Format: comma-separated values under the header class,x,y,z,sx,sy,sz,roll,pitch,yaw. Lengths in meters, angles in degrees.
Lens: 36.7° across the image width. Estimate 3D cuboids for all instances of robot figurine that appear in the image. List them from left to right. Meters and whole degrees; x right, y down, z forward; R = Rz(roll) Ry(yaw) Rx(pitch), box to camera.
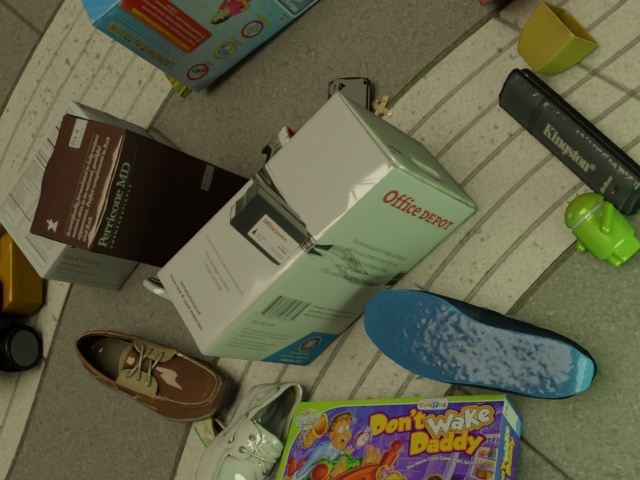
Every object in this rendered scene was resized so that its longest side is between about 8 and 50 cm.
class,x,y,z,sx,sy,sz,roll,pitch,yaw
robot figurine,0.389,-0.019,1.347,0.067,0.101,0.115,-39,81,-14

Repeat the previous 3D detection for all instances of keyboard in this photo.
class,x,y,z,sx,sy,sz,roll,pitch,yaw
keyboard,0.036,-0.178,1.624,0.100,0.038,0.191,4,88,18

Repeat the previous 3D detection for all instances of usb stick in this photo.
class,x,y,z,sx,sy,sz,roll,pitch,yaw
usb stick,0.365,-0.147,1.401,0.278,0.045,0.077,49,134,27

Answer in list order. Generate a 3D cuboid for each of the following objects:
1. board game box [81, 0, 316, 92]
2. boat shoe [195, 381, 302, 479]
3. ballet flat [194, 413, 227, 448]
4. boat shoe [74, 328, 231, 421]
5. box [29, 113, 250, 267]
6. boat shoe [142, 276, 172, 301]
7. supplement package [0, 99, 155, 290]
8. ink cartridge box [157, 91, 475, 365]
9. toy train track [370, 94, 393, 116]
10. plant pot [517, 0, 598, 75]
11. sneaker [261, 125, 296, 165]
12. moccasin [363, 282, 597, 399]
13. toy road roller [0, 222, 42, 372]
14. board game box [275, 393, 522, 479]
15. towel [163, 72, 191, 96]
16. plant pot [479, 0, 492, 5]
class,x,y,z,sx,sy,sz,roll,pitch,yaw
board game box,-0.191,-0.418,1.625,0.302,0.308,0.086,-34,64,15
boat shoe,-0.104,0.317,1.487,0.096,0.098,0.277,-27,25,39
ballet flat,-0.157,0.357,1.622,0.052,0.057,0.168,-42,63,7
boat shoe,-0.304,0.230,1.683,0.325,0.116,0.123,8,68,31
box,-0.268,-0.057,1.572,0.143,0.381,0.191,15,89,32
boat shoe,-0.257,0.092,1.738,0.142,0.049,0.040,23,87,26
supplement package,-0.414,-0.077,1.771,0.198,0.199,0.262,45,104,29
ink cartridge box,0.000,0.000,1.458,0.395,0.285,0.166,-43,62,16
toy train track,0.089,-0.204,1.603,0.048,0.014,0.083,34,99,31
plant pot,0.342,-0.292,1.432,0.083,0.082,0.081,-50,60,30
sneaker,-0.056,-0.109,1.645,0.075,0.063,0.170,-30,62,23
moccasin,0.226,0.161,1.395,0.342,0.117,0.137,20,96,28
toy road roller,-0.692,0.119,1.877,0.203,0.241,0.329,-8,77,29
board game box,0.102,0.347,1.395,0.347,0.078,0.233,-8,48,29
towel,-0.292,-0.387,1.863,0.102,0.021,0.237,-45,61,15
plant pot,0.297,-0.516,1.407,0.243,0.275,0.274,-22,70,14
